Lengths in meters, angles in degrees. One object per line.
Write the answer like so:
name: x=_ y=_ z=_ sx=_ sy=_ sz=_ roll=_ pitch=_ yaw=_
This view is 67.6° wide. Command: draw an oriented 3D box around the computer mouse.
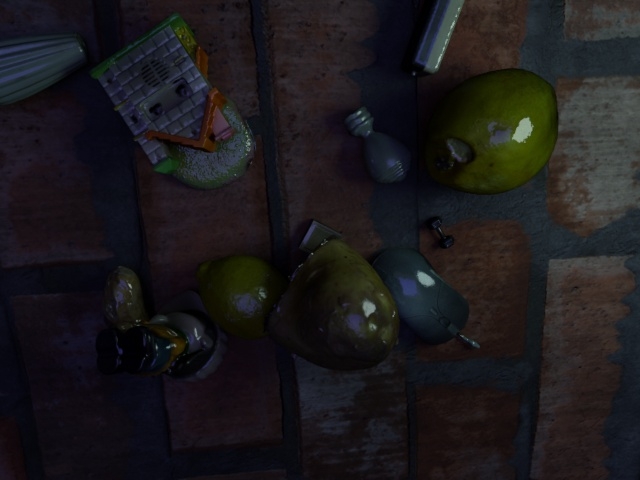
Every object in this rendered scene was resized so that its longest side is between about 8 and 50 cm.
computer mouse: x=0.278 y=0.167 z=1.193 sx=0.379 sy=0.090 sz=0.167 roll=39 pitch=98 yaw=-13

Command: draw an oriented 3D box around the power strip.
power strip: x=0.253 y=-0.479 z=1.035 sx=0.070 sy=0.105 sz=0.256 roll=20 pitch=101 yaw=-8

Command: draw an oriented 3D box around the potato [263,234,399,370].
potato: x=0.057 y=0.175 z=1.033 sx=0.237 sy=0.289 sz=0.301 roll=34 pitch=94 yaw=28

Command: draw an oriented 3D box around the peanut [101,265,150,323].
peanut: x=-0.459 y=0.167 z=1.135 sx=0.099 sy=0.099 sz=0.214 roll=-14 pitch=110 yaw=-1

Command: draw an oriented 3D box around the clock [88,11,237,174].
clock: x=-0.309 y=-0.293 z=1.008 sx=0.220 sy=0.106 sz=0.255 roll=-32 pitch=92 yaw=3

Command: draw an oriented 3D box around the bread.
bread: x=-0.263 y=-0.227 z=1.088 sx=0.228 sy=0.033 sz=0.228 roll=-1 pitch=101 yaw=-3

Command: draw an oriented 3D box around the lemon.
lemon: x=-0.174 y=0.124 z=1.096 sx=0.248 sy=0.184 sz=0.184 roll=33 pitch=98 yaw=-15

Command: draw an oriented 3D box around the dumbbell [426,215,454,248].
dumbbell: x=0.296 y=-0.019 z=1.176 sx=0.036 sy=0.040 sz=0.083 roll=-43 pitch=104 yaw=-26

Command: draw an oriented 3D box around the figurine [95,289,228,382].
figurine: x=-0.332 y=0.240 z=1.040 sx=0.185 sy=0.332 sz=0.204 roll=-4 pitch=98 yaw=14

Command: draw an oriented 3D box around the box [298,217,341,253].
box: x=0.000 y=0.000 z=1.158 sx=0.083 sy=0.035 sz=0.079 roll=28 pitch=99 yaw=-11

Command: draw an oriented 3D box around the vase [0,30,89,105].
vase: x=-0.609 y=-0.366 z=0.989 sx=0.248 sy=0.128 sz=0.128 roll=-21 pitch=103 yaw=-8

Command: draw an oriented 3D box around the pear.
pear: x=0.369 y=-0.229 z=1.031 sx=0.321 sy=0.269 sz=0.269 roll=-36 pitch=103 yaw=-15

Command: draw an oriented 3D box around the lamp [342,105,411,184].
lamp: x=0.131 y=-0.215 z=1.092 sx=0.106 sy=0.106 sz=0.193 roll=-35 pitch=93 yaw=4
